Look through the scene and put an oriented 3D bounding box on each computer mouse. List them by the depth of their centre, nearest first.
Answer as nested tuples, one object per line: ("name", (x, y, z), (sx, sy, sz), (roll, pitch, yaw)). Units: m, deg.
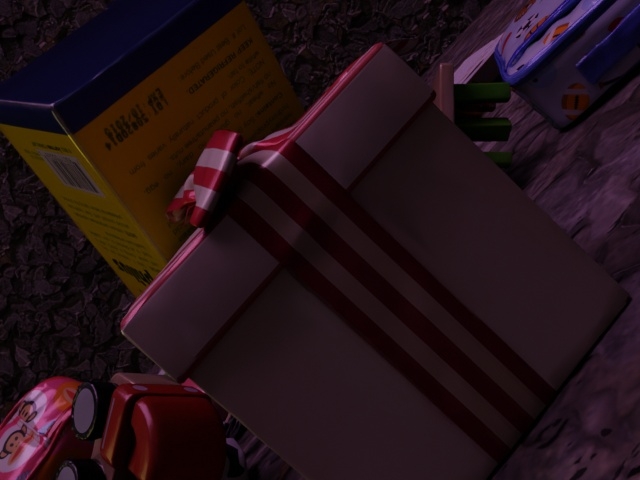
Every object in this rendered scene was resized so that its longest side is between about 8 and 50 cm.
("computer mouse", (-0.105, 0.259, 0.837), (0.106, 0.042, 0.193), (-59, 8, 3))

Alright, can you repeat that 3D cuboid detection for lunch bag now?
("lunch bag", (0.333, -0.272, 0.841), (0.303, 0.115, 0.243), (-46, 10, 24))
("lunch bag", (-0.286, 0.326, 0.852), (0.120, 0.258, 0.293), (16, 65, 40))

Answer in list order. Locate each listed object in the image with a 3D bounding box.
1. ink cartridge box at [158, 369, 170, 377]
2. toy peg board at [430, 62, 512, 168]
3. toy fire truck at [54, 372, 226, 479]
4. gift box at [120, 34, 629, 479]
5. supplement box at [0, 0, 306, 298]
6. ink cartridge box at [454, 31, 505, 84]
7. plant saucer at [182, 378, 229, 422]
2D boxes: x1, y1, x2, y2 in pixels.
("ink cartridge box", (-0.229, 0.226, 1.521), (0.160, 0.092, 0.219), (-41, 10, 39))
("toy peg board", (0.166, -0.100, 0.867), (0.160, 0.079, 0.161), (68, -158, -84))
("toy fire truck", (-0.156, 0.253, 0.686), (0.246, 0.158, 0.217), (15, 91, 48))
("gift box", (0.020, 0.016, 0.553), (0.276, 0.258, 0.255), (-50, 8, -13))
("supplement box", (-0.119, -0.046, 0.752), (0.194, 0.356, 0.195), (-45, 35, -23))
("ink cartridge box", (0.262, -0.267, 1.415), (0.275, 0.060, 0.239), (-49, 8, -16))
("plant saucer", (-0.173, 0.245, 1.150), (0.332, 0.084, 0.332), (-46, 8, 9))
